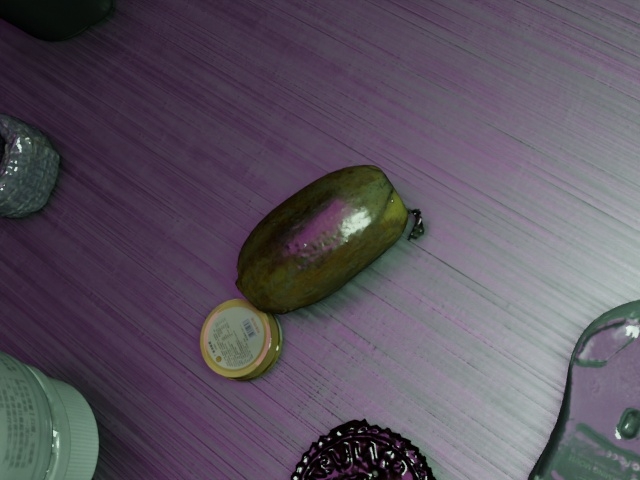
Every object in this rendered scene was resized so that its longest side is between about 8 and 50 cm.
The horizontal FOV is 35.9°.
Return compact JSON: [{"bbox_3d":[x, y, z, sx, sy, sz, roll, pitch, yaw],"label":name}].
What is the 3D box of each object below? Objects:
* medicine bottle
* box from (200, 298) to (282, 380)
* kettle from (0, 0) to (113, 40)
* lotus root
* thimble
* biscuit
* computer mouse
[{"bbox_3d":[-0.443,0.252,1.221,0.245,0.306,0.244,-6,73,21],"label":"medicine bottle"},{"bbox_3d":[-0.102,0.127,1.266,0.106,0.037,0.105,-6,73,20],"label":"box"},{"bbox_3d":[-0.481,-0.422,1.416,0.262,0.308,0.203,-2,76,21],"label":"kettle"},{"bbox_3d":[0.000,0.000,1.213,0.241,0.123,0.124,-36,56,6],"label":"lotus root"},{"bbox_3d":[-0.466,-0.109,1.443,0.150,0.098,0.150,-6,74,22],"label":"thimble"},{"bbox_3d":[0.049,0.308,1.147,0.195,0.053,0.194,-5,74,20],"label":"biscuit"},{"bbox_3d":[0.309,0.238,1.045,0.167,0.090,0.379,27,93,26],"label":"computer mouse"}]
